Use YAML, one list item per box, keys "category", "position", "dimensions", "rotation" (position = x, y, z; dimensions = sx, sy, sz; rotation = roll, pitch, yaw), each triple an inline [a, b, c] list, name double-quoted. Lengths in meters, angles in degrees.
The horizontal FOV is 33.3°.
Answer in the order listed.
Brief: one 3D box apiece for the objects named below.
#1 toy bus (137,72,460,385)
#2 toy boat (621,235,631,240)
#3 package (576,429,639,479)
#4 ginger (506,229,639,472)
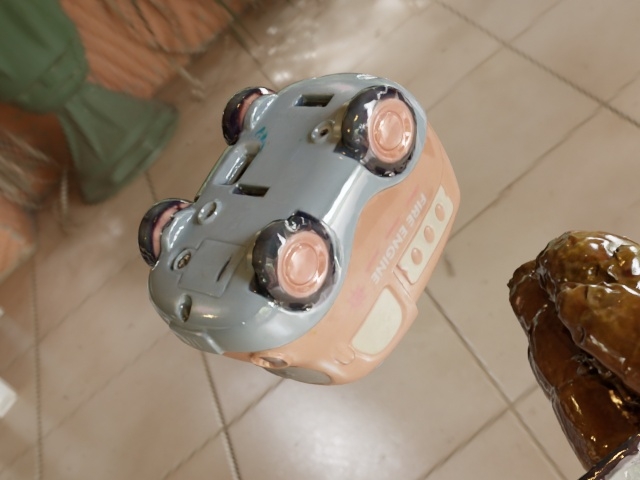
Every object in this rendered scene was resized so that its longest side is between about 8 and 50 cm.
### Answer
- category: "toy bus"
  position: [0.000, 0.000, 0.938]
  dimensions: [0.194, 0.232, 0.287]
  rotation: [11, 63, 46]
- category: "toy boat"
  position: [0.359, 0.061, 1.463]
  dimensions: [0.188, 0.116, 0.061]
  rotation: [-13, -18, -20]
- category: "package"
  position: [0.184, 0.099, 0.365]
  dimensions: [0.239, 0.154, 0.030]
  rotation: [-41, 8, 6]
- category: "ginger"
  position: [0.140, 0.056, 0.488]
  dimensions: [0.162, 0.073, 0.103]
  rotation: [57, 145, 31]
